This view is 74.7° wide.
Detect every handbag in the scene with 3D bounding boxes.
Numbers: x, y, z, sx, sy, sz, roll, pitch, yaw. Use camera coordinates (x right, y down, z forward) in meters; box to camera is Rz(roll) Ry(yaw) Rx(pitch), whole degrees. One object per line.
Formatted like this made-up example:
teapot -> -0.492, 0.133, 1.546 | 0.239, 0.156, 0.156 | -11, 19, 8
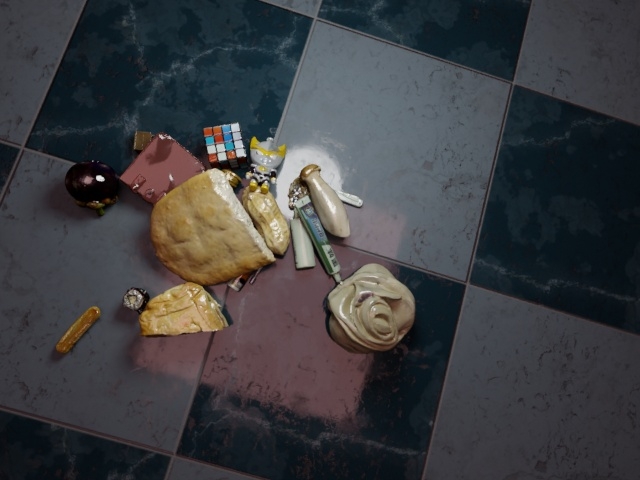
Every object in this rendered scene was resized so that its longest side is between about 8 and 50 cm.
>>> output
handbag -> -0.641, -0.270, 1.739 | 0.260, 0.084, 0.276 | 41, 80, -18

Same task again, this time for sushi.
sushi -> -0.735, 0.240, 1.684 | 0.098, 0.084, 0.094 | 30, 77, -5

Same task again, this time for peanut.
peanut -> -0.221, -0.086, 1.744 | 0.140, 0.153, 0.325 | -27, 79, -6

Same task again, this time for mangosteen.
mangosteen -> -0.913, -0.206, 1.687 | 0.193, 0.194, 0.231 | 1, 103, -5

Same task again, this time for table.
table -> -0.738, -0.413, 1.782 | 0.082, 0.070, 0.084 | 4, 83, -6

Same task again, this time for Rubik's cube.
Rubik's cube -> -0.396, -0.388, 1.771 | 0.154, 0.151, 0.154 | -12, 84, -6

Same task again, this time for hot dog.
hot dog -> -0.959, 0.352, 1.666 | 0.066, 0.047, 0.216 | 35, 80, 15

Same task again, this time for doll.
doll -> -0.239, -0.331, 1.768 | 0.145, 0.103, 0.317 | -2, 54, 12

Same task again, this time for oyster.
oyster -> -0.094, -0.217, 1.826 | 0.103, 0.051, 0.148 | -4, 72, -13

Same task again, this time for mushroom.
mushroom -> 0.024, -0.163, 1.785 | 0.128, 0.128, 0.350 | -29, 89, -9

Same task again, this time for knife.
knife -> 0.112, -0.190, 1.854 | 0.162, 0.023, 0.044 | 21, 83, -2

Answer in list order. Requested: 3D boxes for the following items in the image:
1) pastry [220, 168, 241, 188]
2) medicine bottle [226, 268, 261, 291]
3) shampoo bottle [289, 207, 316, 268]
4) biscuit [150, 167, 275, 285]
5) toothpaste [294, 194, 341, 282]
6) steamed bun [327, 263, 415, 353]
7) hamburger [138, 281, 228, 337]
pastry -> -0.390, -0.260, 1.779 | 0.109, 0.097, 0.057 | 26, 81, -1
medicine bottle -> -0.295, 0.117, 1.760 | 0.092, 0.061, 0.221 | 38, 79, -24
shampoo bottle -> -0.080, -0.012, 1.780 | 0.085, 0.085, 0.263 | -8, 83, -6
biscuit -> -0.462, -0.027, 1.648 | 0.445, 0.104, 0.430 | -20, 107, 11
toothpaste -> 0.000, 0.000, 1.761 | 0.098, 0.061, 0.393 | -36, 106, -48
steamed bun -> 0.202, 0.289, 1.681 | 0.367, 0.255, 0.343 | -36, 89, -8
hamburger -> -0.535, 0.270, 1.660 | 0.329, 0.162, 0.209 | -4, 80, -4
